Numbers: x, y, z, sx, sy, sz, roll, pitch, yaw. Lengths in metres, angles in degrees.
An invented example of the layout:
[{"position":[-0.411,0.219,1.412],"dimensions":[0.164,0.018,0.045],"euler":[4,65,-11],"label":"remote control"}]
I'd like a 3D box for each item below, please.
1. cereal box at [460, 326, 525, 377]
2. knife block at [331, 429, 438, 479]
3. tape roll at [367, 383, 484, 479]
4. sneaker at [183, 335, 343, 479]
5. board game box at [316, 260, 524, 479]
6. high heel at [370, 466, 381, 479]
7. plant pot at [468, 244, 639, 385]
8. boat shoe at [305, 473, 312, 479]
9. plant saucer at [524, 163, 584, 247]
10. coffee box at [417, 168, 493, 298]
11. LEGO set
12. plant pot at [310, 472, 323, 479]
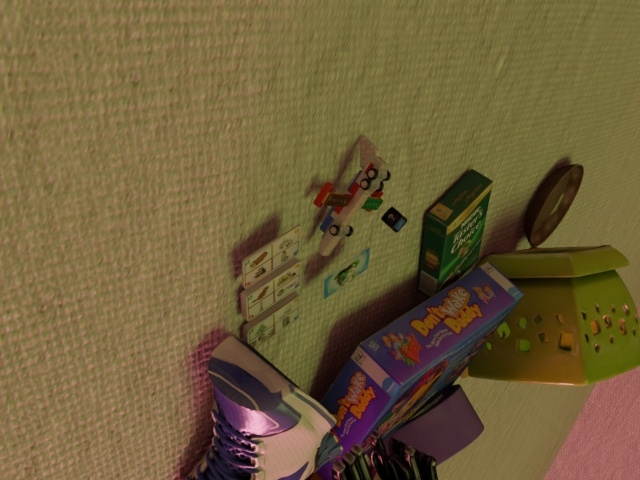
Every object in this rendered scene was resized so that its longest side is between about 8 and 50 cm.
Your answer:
[{"position":[0.338,0.157,1.919],"dimensions":[0.240,0.047,0.173],"euler":[-9,127,-59],"label":"cereal box"},{"position":[0.084,0.400,1.361],"dimensions":[0.242,0.088,0.276],"euler":[20,88,-44],"label":"knife block"},{"position":[0.164,0.313,1.644],"dimensions":[0.189,0.080,0.189],"euler":[-29,176,-2],"label":"tape roll"},{"position":[-0.078,0.248,1.156],"dimensions":[0.182,0.127,0.315],"euler":[-47,155,-14],"label":"sneaker"},{"position":[0.134,0.185,1.485],"dimensions":[0.347,0.078,0.233],"euler":[-26,153,-49],"label":"board game box"},{"position":[0.084,0.467,1.834],"dimensions":[0.117,0.082,0.244],"euler":[-26,-154,50],"label":"high heel"},{"position":[0.391,0.117,1.698],"dimensions":[0.228,0.227,0.207],"euler":[-6,92,-48],"label":"plant pot"},{"position":[-0.077,0.408,1.358],"dimensions":[0.355,0.130,0.132],"euler":[-58,156,4],"label":"boat shoe"},{"position":[0.409,-0.066,1.802],"dimensions":[0.168,0.029,0.168],"euler":[-42,151,-30],"label":"plant saucer"},{"position":[0.191,-0.004,1.461],"dimensions":[0.113,0.040,0.184],"euler":[-42,152,-29],"label":"coffee box"},{"position":[0.000,0.000,1.132],"dimensions":[0.244,0.060,0.182],"euler":[-34,152,-23],"label":"LEGO set"},{"position":[0.022,0.509,1.579],"dimensions":[0.291,0.203,0.291],"euler":[-42,151,-30],"label":"plant pot"}]
